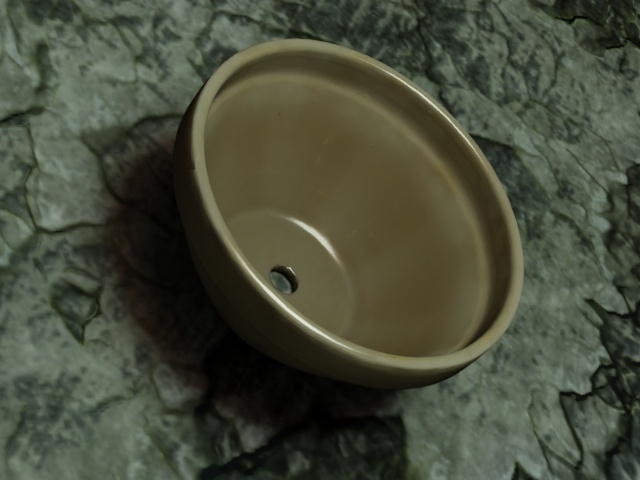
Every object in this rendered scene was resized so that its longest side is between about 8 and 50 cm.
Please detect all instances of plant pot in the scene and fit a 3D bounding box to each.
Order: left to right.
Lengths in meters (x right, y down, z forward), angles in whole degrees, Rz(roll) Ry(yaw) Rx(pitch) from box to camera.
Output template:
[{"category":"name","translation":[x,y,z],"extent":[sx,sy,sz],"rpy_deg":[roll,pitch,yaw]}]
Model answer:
[{"category":"plant pot","translation":[0.000,0.000,1.111],"extent":[0.237,0.110,0.237],"rpy_deg":[21,48,-25]}]
